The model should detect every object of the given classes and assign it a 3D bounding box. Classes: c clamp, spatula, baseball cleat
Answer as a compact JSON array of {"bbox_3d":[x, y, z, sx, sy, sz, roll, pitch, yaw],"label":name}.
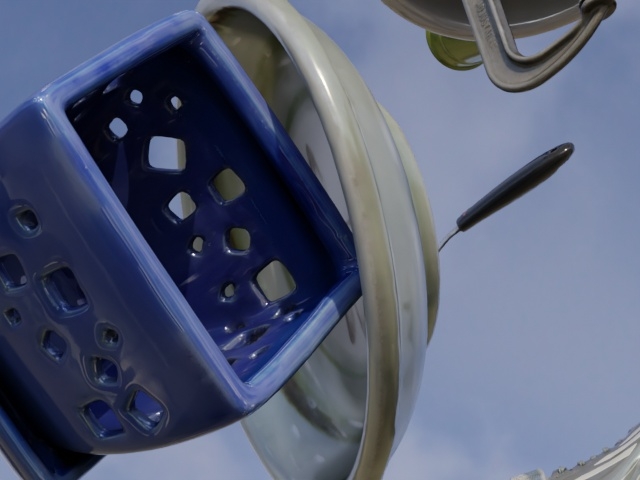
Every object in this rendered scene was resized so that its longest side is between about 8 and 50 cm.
[{"bbox_3d":[0.143,-0.174,1.128,0.137,0.160,0.022,-30,-39,29],"label":"c clamp"},{"bbox_3d":[0.115,0.007,1.599,0.030,0.084,0.296,45,-65,-2],"label":"spatula"},{"bbox_3d":[0.196,0.166,1.268,0.109,0.206,0.072,14,-52,28],"label":"baseball cleat"}]

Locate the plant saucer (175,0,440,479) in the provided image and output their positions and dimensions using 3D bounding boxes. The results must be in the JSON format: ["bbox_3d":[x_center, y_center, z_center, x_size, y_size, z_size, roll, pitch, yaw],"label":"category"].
[{"bbox_3d":[0.000,0.000,1.333,0.100,0.400,0.400,-12,-31,-20],"label":"plant saucer"}]

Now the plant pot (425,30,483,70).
[{"bbox_3d":[0.160,-0.214,1.812,0.083,0.083,0.079,17,-3,-21],"label":"plant pot"}]

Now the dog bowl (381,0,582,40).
[{"bbox_3d":[0.158,-0.320,1.510,0.349,0.102,0.348,-7,-48,-9],"label":"dog bowl"}]

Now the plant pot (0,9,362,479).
[{"bbox_3d":[-0.137,0.017,1.192,0.212,0.236,0.236,-32,-85,30],"label":"plant pot"}]
